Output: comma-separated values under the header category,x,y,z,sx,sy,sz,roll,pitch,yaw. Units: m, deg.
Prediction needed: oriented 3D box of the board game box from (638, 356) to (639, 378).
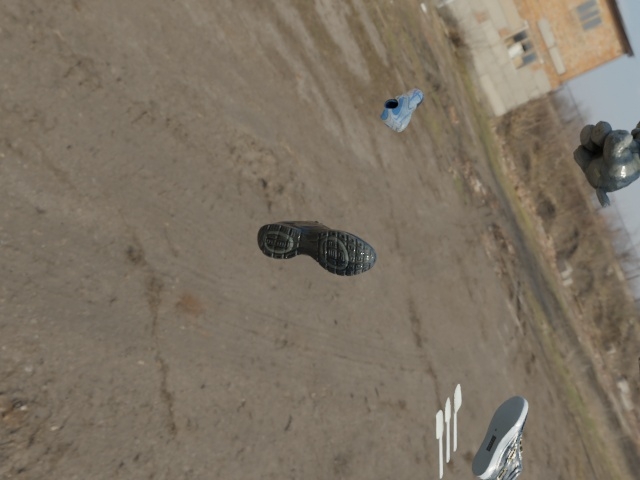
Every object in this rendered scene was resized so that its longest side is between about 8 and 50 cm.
category,x,y,z,sx,sy,sz,roll,pitch,yaw
board game box,1.127,0.435,1.997,0.141,0.291,0.232,17,59,-8

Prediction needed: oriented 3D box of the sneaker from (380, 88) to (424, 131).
category,x,y,z,sx,sy,sz,roll,pitch,yaw
sneaker,0.234,-0.389,1.886,0.086,0.085,0.237,38,37,-4

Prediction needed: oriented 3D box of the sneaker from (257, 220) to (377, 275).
category,x,y,z,sx,sy,sz,roll,pitch,yaw
sneaker,0.000,0.000,1.570,0.130,0.286,0.109,-45,149,-65

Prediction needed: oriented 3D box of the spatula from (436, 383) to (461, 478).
category,x,y,z,sx,sy,sz,roll,pitch,yaw
spatula,0.373,0.553,1.907,0.168,0.019,0.242,-39,130,-51

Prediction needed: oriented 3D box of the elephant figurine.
category,x,y,z,sx,sy,sz,roll,pitch,yaw
elephant figurine,0.722,-0.195,1.501,0.169,0.239,0.186,-116,-149,-53

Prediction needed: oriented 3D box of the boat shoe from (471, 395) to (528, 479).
category,x,y,z,sx,sy,sz,roll,pitch,yaw
boat shoe,0.381,0.405,1.327,0.083,0.183,0.065,29,1,-23
